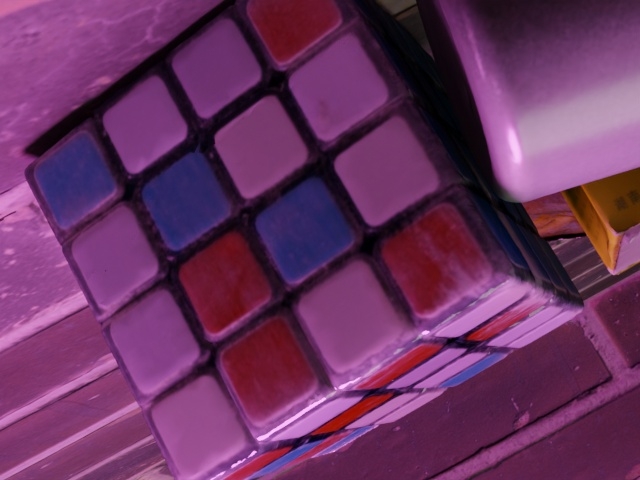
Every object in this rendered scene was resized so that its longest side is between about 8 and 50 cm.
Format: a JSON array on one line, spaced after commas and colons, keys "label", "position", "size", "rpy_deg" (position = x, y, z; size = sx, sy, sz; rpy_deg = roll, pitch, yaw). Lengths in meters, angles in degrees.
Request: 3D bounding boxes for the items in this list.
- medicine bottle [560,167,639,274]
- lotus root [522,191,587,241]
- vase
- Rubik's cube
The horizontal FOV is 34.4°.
[{"label": "medicine bottle", "position": [0.215, -0.118, 0.763], "size": [0.137, 0.250, 0.141], "rpy_deg": [-30, 161, 7]}, {"label": "lotus root", "position": [0.223, -0.080, 0.926], "size": [0.275, 0.152, 0.160], "rpy_deg": [4, 145, 38]}, {"label": "vase", "position": [0.208, -0.151, 0.591], "size": [0.291, 0.245, 0.245], "rpy_deg": [-20, 164, 6]}, {"label": "Rubik's cube", "position": [0.000, 0.000, 0.733], "size": [0.253, 0.258, 0.256], "rpy_deg": [-32, 163, 16]}]
